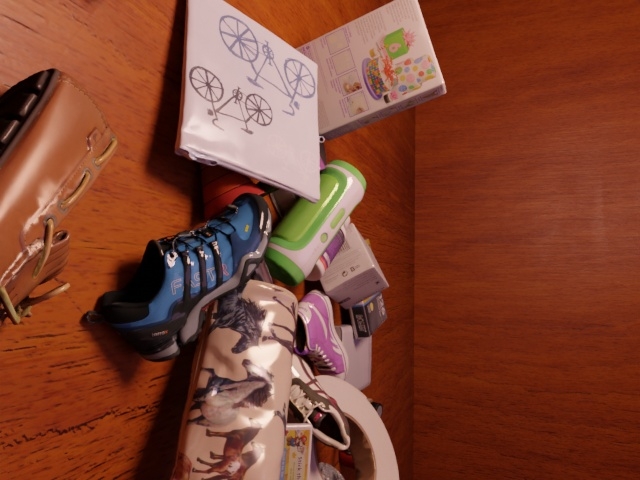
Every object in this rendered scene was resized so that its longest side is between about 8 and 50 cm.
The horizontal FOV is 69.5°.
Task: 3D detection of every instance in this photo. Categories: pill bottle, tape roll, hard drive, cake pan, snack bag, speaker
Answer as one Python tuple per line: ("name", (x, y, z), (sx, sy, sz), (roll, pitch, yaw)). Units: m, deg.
("pill bottle", (0.000, 0.000, 1.177), (0.193, 0.108, 0.108), (-56, 142, -35))
("tape roll", (0.038, 0.517, 1.091), (0.392, 0.072, 0.392), (32, 37, -29))
("hard drive", (0.108, 0.403, 1.575), (0.353, 0.047, 0.233), (19, 72, -67))
("cake pan", (-0.051, -0.188, 1.174), (0.293, 0.054, 0.293), (0, 90, -69))
("snack bag", (-0.113, -0.252, 0.846), (0.323, 0.037, 0.342), (16, 65, -45))
("speaker", (-0.016, -0.043, 1.050), (0.296, 0.131, 0.131), (-54, 144, -22))

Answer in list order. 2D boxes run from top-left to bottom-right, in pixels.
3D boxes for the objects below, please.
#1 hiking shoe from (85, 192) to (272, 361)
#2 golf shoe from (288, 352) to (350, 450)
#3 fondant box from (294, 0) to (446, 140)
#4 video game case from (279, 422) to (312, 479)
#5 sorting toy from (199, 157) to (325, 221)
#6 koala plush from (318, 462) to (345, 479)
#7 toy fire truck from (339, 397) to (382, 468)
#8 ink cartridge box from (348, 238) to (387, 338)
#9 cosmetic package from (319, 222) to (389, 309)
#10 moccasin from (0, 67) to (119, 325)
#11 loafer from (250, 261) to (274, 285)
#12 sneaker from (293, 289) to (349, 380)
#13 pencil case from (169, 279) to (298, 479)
("hiking shoe", (-0.182, 0.028, 0.679), (0.304, 0.113, 0.132), (-56, 138, -25))
("golf shoe", (-0.032, 0.331, 0.978), (0.105, 0.273, 0.120), (-47, -171, -11))
("fondant box", (0.119, -0.425, 1.162), (0.096, 0.330, 0.238), (-2, 75, -70))
("video game case", (-0.119, 0.457, 0.848), (0.206, 0.026, 0.226), (9, 77, -24))
("sorting toy", (-0.119, -0.154, 0.924), (0.365, 0.127, 0.126), (-35, 99, -53))
("koala plush", (-0.003, 0.713, 1.122), (0.221, 0.203, 0.196), (-21, 129, -43))
("toy fire truck", (0.117, 0.652, 1.485), (0.246, 0.159, 0.217), (-12, 101, -56))
("ink cartridge box", (0.162, 0.152, 1.628), (0.307, 0.072, 0.303), (-21, 97, -64))
("cosmetic package", (0.079, 0.078, 1.301), (0.183, 0.151, 0.151), (46, 17, -59))
("moccasin", (-0.304, 0.006, 0.443), (0.147, 0.139, 0.380), (52, 33, -44))
("loafer", (-0.126, 0.100, 0.916), (0.095, 0.109, 0.302), (-59, 140, -60))
("sneaker", (-0.017, 0.288, 1.206), (0.161, 0.102, 0.282), (-43, 118, -58))
("pencil case", (-0.142, 0.260, 0.711), (0.160, 0.184, 0.410), (128, -25, -48))
